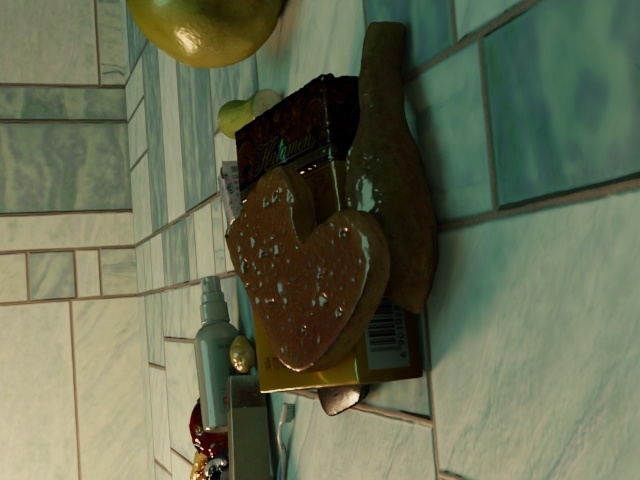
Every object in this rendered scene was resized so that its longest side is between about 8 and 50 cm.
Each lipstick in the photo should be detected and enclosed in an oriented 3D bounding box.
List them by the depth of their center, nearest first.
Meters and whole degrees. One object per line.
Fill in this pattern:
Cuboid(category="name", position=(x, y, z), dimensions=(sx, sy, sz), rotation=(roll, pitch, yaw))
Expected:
Cuboid(category="lipstick", position=(-0.146, 0.465, 1.748), dimensions=(0.076, 0.080, 0.371), rotation=(124, 145, -66))

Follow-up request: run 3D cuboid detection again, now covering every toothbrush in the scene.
Cuboid(category="toothbrush", position=(-0.077, 0.428, 1.681), dimensions=(0.021, 0.027, 0.269), rotation=(-103, 19, -62))

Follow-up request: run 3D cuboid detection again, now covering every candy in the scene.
Cuboid(category="candy", position=(-0.155, -0.086, 1.732), dimensions=(0.073, 0.092, 0.160), rotation=(111, 150, -51))

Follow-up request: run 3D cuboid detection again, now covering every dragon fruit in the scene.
Cuboid(category="dragon fruit", position=(-0.241, 0.400, 2.027), dimensions=(0.125, 0.125, 0.246), rotation=(124, 157, -79))

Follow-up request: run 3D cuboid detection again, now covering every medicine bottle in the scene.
Cuboid(category="medicine bottle", position=(-0.232, 0.255, 1.957), dimensions=(0.110, 0.110, 0.352), rotation=(134, 131, -63))

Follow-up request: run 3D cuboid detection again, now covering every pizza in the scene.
Cuboid(category="pizza", position=(-0.288, 0.613, 2.208), dimensions=(0.365, 0.074, 0.182), rotation=(132, 141, -63))

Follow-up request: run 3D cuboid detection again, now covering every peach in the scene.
Cuboid(category="peach", position=(-0.213, -0.470, 1.573), dimensions=(0.315, 0.281, 0.314), rotation=(57, 140, 38))

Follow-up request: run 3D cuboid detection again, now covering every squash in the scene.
Cuboid(category="squash", position=(-0.145, -0.247, 1.704), dimensions=(0.250, 0.083, 0.083), rotation=(-176, 83, -68))

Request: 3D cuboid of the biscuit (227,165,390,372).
Cuboid(category="biscuit", position=(-0.017, 0.017, 1.088), dimensions=(0.277, 0.052, 0.262), rotation=(59, 136, 34))

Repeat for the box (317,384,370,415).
Cuboid(category="box", position=(0.025, 0.171, 1.349), dimensions=(0.212, 0.042, 0.201), rotation=(127, 136, -61))

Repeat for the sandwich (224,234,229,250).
Cuboid(category="sandwich", position=(-0.155, 0.027, 1.770), dimensions=(0.116, 0.074, 0.074), rotation=(-164, 72, -70))

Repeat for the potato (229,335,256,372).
Cuboid(category="potato", position=(-0.169, 0.247, 1.873), dimensions=(0.068, 0.062, 0.083), rotation=(-57, 17, 35))

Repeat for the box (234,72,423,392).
Cuboid(category="box", position=(0.000, -0.001, 1.215), dimensions=(0.264, 0.116, 0.415), rotation=(-19, 74, 56))

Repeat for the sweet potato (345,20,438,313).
Cuboid(category="sweet potato", position=(0.082, -0.098, 1.067), dimensions=(0.109, 0.109, 0.385), rotation=(148, 118, -67))

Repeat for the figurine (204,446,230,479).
Cuboid(category="figurine", position=(-0.174, 0.547, 1.832), dimensions=(0.222, 0.145, 0.145), rotation=(63, 150, 29))
